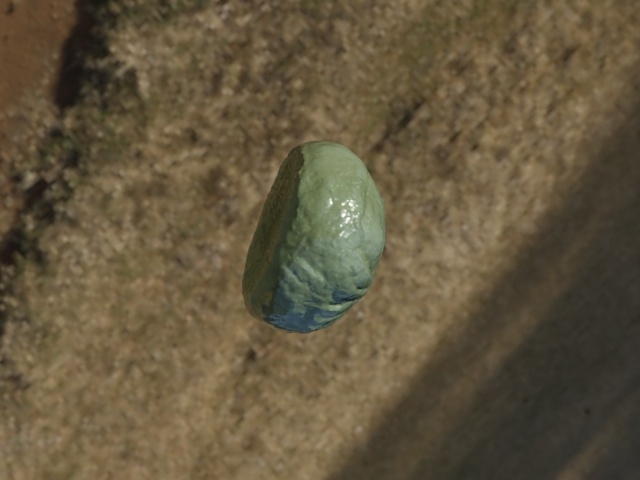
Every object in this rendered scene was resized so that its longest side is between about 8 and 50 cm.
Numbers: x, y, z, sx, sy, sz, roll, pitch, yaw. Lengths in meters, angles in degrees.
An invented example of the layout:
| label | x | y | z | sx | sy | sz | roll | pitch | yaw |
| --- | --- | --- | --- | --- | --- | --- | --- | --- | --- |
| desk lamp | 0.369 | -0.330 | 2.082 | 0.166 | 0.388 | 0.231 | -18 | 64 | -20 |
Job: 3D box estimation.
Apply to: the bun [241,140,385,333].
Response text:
| label | x | y | z | sx | sy | sz | roll | pitch | yaw |
| --- | --- | --- | --- | --- | --- | --- | --- | --- | --- |
| bun | 0.000 | 0.000 | 1.374 | 0.118 | 0.195 | 0.195 | 16 | 135 | -13 |
